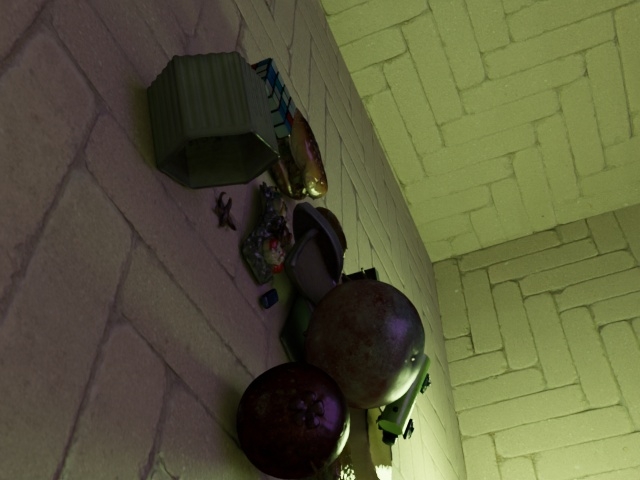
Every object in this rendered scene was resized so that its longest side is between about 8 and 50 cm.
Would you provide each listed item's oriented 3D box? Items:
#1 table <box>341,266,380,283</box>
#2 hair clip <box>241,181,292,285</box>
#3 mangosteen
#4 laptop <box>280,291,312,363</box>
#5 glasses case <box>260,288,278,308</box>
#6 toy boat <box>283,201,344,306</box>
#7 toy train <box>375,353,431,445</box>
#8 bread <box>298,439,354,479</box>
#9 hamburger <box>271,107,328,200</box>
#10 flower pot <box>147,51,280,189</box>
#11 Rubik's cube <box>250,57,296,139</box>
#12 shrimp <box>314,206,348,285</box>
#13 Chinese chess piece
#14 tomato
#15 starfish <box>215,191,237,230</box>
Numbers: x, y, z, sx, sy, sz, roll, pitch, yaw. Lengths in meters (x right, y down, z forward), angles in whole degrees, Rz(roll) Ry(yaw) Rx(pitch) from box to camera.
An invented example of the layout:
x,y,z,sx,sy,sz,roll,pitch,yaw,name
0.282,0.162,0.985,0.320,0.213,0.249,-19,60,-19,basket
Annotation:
x,y,z,sx,sy,sz,roll,pitch,yaw,name
0.135,0.202,2.275,0.111,0.121,0.240,48,29,-57,table
-0.112,-0.026,1.714,0.321,0.091,0.138,-84,156,-52,hair clip
-0.058,0.350,1.341,0.257,0.215,0.215,118,-33,-59,mangosteen
-0.041,0.257,1.799,0.269,0.015,0.188,-68,139,-66,laptop
-0.121,0.136,1.634,0.083,0.023,0.034,-32,110,-73,glasses case
-0.020,0.068,1.844,0.276,0.111,0.293,60,27,-33,toy boat
0.219,0.405,1.841,0.157,0.105,0.253,81,32,-57,toy train
0.012,0.492,1.575,0.196,0.102,0.138,-93,162,-46,bread
-0.070,-0.249,2.025,0.243,0.146,0.286,-79,148,-73,hamburger
-0.210,-0.228,1.368,0.239,0.209,0.190,34,41,-64,flower pot
-0.163,-0.333,1.742,0.151,0.154,0.155,-84,152,-54,Rubik's cube
0.037,0.035,2.103,0.063,0.152,0.287,-29,111,-39,shrimp
0.115,0.545,1.876,0.250,0.103,0.250,-16,90,-75,Chinese chess piece
0.105,0.251,1.733,0.316,0.282,0.317,-17,110,-54,tomato
-0.206,-0.057,1.536,0.078,0.028,0.091,54,26,-35,starfish
